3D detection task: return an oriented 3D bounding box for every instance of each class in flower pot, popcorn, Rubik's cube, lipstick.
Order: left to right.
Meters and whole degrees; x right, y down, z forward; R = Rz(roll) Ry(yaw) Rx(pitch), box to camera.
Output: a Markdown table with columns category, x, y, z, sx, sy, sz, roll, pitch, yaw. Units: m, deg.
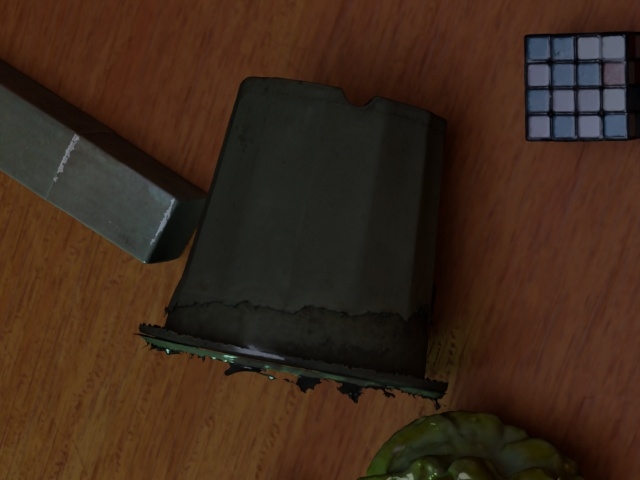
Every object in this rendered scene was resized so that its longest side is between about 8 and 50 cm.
| category | x | y | z | sx | sy | sz | roll | pitch | yaw |
| --- | --- | --- | --- | --- | --- | --- | --- | --- | --- |
| lipstick | -0.283 | -0.104 | 1.928 | 0.371 | 0.076 | 0.079 | 33 | 106 | 18 |
| flower pot | 0.000 | 0.000 | 1.724 | 0.290 | 0.290 | 0.259 | 12 | 87 | 23 |
| popcorn | 0.136 | 0.254 | 1.718 | 0.221 | 0.184 | 0.204 | 7 | 107 | 35 |
| Rubik's cube | 0.230 | -0.132 | 1.684 | 0.092 | 0.092 | 0.092 | 1 | 96 | 24 |
